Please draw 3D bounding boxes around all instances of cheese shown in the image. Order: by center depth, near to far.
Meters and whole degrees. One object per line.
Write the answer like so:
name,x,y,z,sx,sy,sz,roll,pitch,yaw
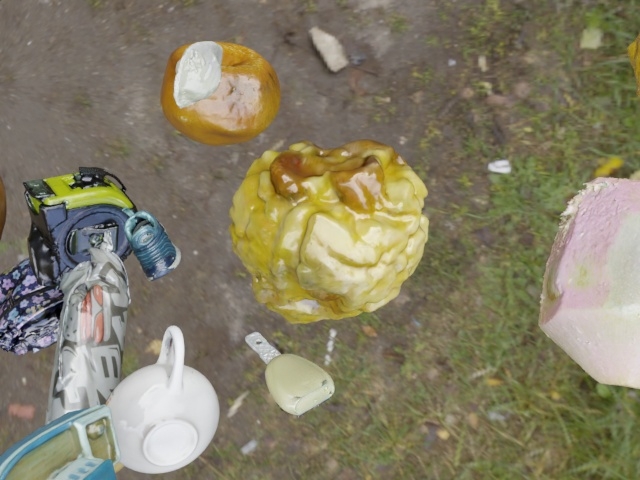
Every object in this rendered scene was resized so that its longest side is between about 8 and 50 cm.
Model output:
cheese,-0.084,0.273,2.021,0.127,0.251,0.054,-26,134,-27

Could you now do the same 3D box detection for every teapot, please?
teapot,-0.190,0.211,1.144,0.145,0.092,0.226,4,113,-29

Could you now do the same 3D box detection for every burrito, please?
burrito,-0.316,0.191,1.263,0.101,0.139,0.445,4,74,-6

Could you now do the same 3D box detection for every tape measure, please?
tape measure,-0.393,-0.026,1.566,0.186,0.112,0.199,-17,131,-32

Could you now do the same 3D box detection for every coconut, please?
coconut,0.383,0.061,1.149,0.233,0.233,0.245,24,75,-22

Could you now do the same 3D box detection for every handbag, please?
handbag,-0.524,0.116,1.769,0.229,0.208,0.126,-32,130,-12

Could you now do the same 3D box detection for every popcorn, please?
popcorn,0.000,0.000,1.274,0.265,0.332,0.225,26,52,5

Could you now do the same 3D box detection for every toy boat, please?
toy boat,-0.266,0.242,0.955,0.215,0.102,0.088,-32,116,-54

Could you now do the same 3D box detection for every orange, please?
orange,-0.207,-0.284,1.901,0.249,0.249,0.183,-2,126,-20

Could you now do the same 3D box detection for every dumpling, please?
dumpling,-0.139,-0.191,1.074,0.076,0.057,0.052,-26,79,-4

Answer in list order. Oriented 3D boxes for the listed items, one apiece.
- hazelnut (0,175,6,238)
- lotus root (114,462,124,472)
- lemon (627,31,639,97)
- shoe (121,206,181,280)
hazelnut,-0.498,-0.051,0.898,0.366,0.366,0.365,-3,100,-19
lotus root,-0.431,0.403,1.937,0.125,0.118,0.221,27,51,13
lemon,0.323,-0.142,0.748,0.114,0.155,0.114,-30,125,-56
shoe,-0.259,0.004,1.424,0.064,0.143,0.071,-33,134,1
